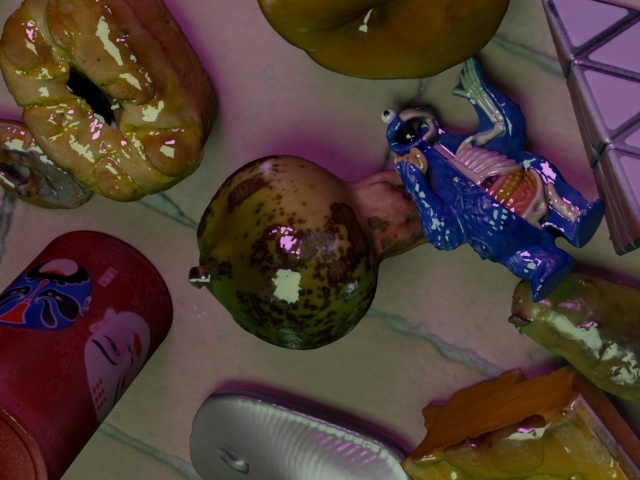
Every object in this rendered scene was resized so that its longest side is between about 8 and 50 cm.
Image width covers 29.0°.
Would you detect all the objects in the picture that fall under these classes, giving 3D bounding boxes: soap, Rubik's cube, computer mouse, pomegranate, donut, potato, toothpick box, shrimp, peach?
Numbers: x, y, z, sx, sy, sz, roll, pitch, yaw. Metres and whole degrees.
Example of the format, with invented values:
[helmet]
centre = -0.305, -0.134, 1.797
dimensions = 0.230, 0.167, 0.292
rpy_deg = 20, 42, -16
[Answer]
[soap]
centre = 0.279, 0.296, 1.471
dimensions = 0.259, 0.143, 0.281
rpy_deg = -25, 109, 37
[Rubik's cube]
centre = 0.332, -0.099, 1.199
dimensions = 0.233, 0.229, 0.228
rpy_deg = 18, 91, 54
[computer mouse]
centre = -0.022, 0.309, 1.634
dimensions = 0.331, 0.095, 0.197
rpy_deg = 18, 122, 10
[pomegranate]
centre = -0.003, -0.008, 1.354
dimensions = 0.277, 0.222, 0.204
rpy_deg = -33, 149, 18
[donut]
centre = -0.238, -0.175, 1.385
dimensions = 0.209, 0.128, 0.261
rpy_deg = -12, 116, 29
[potato]
centre = 0.315, 0.102, 1.357
dimensions = 0.225, 0.090, 0.117
rpy_deg = 26, 89, -1
[toothpick box]
centre = -0.340, 0.155, 1.509
dimensions = 0.204, 0.333, 0.204
rpy_deg = 10, 125, 15
[shrimp]
centre = -0.372, -0.091, 1.539
dimensions = 0.187, 0.051, 0.132
rpy_deg = 25, 127, 2
[peach]
centre = 0.056, -0.249, 1.172
dimensions = 0.251, 0.153, 0.251
rpy_deg = 2, 146, 2

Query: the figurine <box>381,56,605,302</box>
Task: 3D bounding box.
[figurine]
centre = 0.175, -0.058, 1.307
dimensions = 0.164, 0.121, 0.262
rpy_deg = -41, 75, 12
